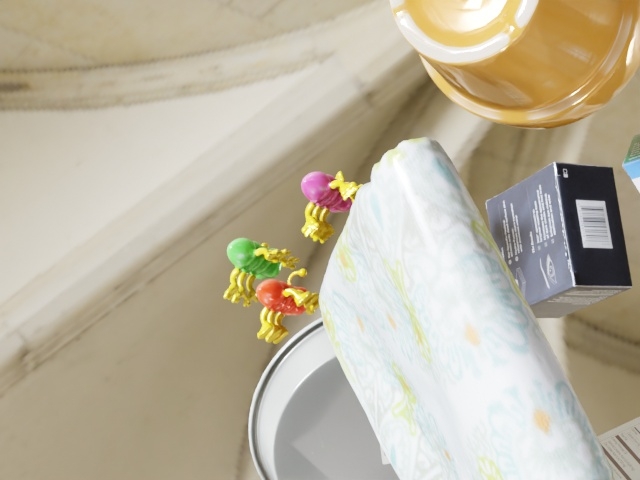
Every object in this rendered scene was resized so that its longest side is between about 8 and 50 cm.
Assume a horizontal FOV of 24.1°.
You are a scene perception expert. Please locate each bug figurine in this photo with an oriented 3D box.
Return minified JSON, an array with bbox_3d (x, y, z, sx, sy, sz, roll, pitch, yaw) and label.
[{"bbox_3d":[0.000,0.000,1.763,0.216,0.279,0.072,27,-153,-56],"label":"bug figurine"}]

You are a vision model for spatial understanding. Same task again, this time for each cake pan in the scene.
[{"bbox_3d":[0.071,0.205,1.601,0.293,0.293,0.054,35,-167,-21],"label":"cake pan"}]

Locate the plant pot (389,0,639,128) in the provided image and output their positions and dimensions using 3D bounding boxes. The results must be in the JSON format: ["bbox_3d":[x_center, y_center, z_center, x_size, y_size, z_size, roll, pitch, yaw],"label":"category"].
[{"bbox_3d":[0.151,-0.199,1.226,0.188,0.205,0.205,-1,-115,-64],"label":"plant pot"}]

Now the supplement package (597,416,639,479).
[{"bbox_3d":[0.375,0.320,1.454,0.204,0.145,0.262,-125,13,-57],"label":"supplement package"}]

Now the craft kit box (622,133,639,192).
[{"bbox_3d":[0.438,-0.025,1.329,0.247,0.249,0.061,55,-140,-20],"label":"craft kit box"}]

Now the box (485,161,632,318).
[{"bbox_3d":[0.289,0.003,1.833,0.093,0.158,0.156,2,-107,-27],"label":"box"}]

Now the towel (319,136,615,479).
[{"bbox_3d":[0.107,0.120,1.252,0.090,0.374,0.321,-25,-103,-14],"label":"towel"}]
